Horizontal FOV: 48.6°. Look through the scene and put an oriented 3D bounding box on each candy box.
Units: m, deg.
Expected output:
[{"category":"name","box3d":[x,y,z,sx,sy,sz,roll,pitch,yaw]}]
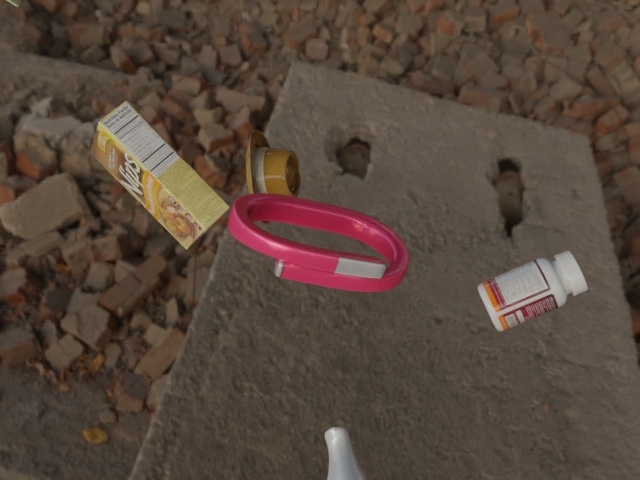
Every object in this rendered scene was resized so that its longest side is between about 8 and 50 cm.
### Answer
[{"category":"candy box","box3d":[-0.360,-0.136,1.571,0.316,0.183,0.087,45,63,-6]}]

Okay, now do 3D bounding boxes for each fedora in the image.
[{"category":"fedora","box3d":[-0.084,-0.123,1.349,0.079,0.194,0.194,-5,42,10]}]

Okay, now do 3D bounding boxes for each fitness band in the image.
[{"category":"fitness band","box3d":[0.000,0.000,1.094,0.290,0.054,0.209,12,23,-16]}]

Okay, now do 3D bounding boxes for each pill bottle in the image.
[{"category":"pill bottle","box3d":[0.482,0.113,1.618,0.221,0.121,0.121,-25,43,11]}]

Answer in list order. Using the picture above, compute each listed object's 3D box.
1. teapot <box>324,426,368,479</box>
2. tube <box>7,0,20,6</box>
[{"category":"teapot","box3d":[0.069,0.411,0.897,0.252,0.256,0.187,26,15,-9]},{"category":"tube","box3d":[-0.332,-0.265,0.528,0.062,0.240,0.070,8,73,55]}]
